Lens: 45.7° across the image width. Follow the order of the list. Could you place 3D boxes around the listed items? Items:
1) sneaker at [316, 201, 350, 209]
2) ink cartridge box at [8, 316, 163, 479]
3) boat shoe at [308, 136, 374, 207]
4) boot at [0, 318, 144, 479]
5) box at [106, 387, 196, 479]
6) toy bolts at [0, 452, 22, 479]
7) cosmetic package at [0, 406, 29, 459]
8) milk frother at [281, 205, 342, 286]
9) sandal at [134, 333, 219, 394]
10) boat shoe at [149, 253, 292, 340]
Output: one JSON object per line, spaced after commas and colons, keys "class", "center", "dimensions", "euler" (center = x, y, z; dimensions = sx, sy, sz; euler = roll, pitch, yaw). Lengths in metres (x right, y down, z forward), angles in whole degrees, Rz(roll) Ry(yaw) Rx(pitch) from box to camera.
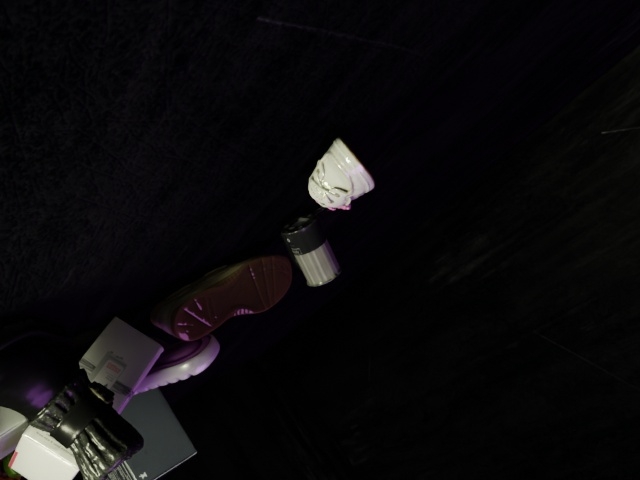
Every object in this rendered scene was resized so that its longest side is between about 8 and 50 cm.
{"class": "sneaker", "center": [0.033, -0.095, 1.576], "dimensions": [0.119, 0.047, 0.057], "euler": [-9, 127, -62]}
{"class": "ink cartridge box", "center": [-0.438, 0.312, 1.429], "dimensions": [0.207, 0.117, 0.283], "euler": [-49, -172, 49]}
{"class": "boat shoe", "center": [0.027, -0.099, 1.319], "dimensions": [0.096, 0.098, 0.277], "euler": [-34, 172, -4]}
{"class": "boot", "center": [-0.403, 0.257, 1.148], "dimensions": [0.131, 0.260, 0.348], "euler": [-34, 171, 3]}
{"class": "box", "center": [-0.504, 0.505, 1.989], "dimensions": [0.182, 0.296, 0.294], "euler": [-27, 169, -35]}
{"class": "toy bolts", "center": [-0.838, 0.640, 1.908], "dimensions": [0.158, 0.218, 0.228], "euler": [-31, 155, 20]}
{"class": "cosmetic package", "center": [-0.607, 0.340, 1.380], "dimensions": [0.127, 0.107, 0.238], "euler": [-34, 169, -25]}
{"class": "milk frother", "center": [0.000, 0.000, 1.626], "dimensions": [0.143, 0.135, 0.129], "euler": [-29, -159, -11]}
{"class": "sandal", "center": [-0.415, 0.267, 1.674], "dimensions": [0.416, 0.102, 0.169], "euler": [-20, -162, 14]}
{"class": "boat shoe", "center": [-0.202, 0.104, 1.605], "dimensions": [0.110, 0.122, 0.341], "euler": [9, -159, 42]}
